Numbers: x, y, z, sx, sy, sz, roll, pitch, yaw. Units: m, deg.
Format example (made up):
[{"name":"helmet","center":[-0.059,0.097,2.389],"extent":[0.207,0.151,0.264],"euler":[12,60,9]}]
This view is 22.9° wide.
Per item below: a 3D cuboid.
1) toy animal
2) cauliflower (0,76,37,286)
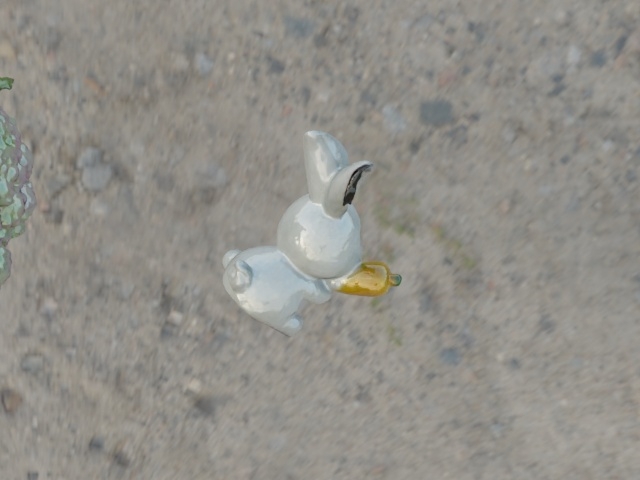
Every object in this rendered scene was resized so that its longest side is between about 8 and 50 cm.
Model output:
[{"name":"toy animal","center":[0.000,0.000,1.404],"extent":[0.182,0.127,0.131],"euler":[-46,70,13]},{"name":"cauliflower","center":[-0.379,-0.056,1.315],"extent":[0.315,0.239,0.256],"euler":[-16,114,23]}]
